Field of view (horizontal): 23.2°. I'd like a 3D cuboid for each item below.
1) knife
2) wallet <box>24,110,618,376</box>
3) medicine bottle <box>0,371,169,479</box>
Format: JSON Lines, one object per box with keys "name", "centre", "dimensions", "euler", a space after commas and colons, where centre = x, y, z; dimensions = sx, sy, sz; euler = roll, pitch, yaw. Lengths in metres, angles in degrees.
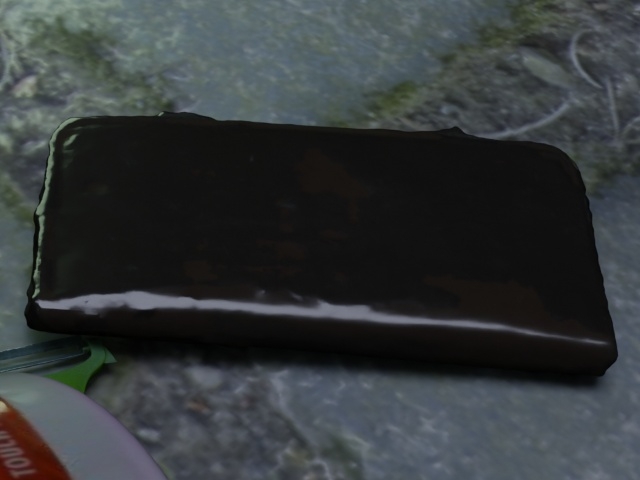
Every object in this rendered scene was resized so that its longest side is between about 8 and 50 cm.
{"name": "knife", "centre": [-0.115, 0.106, 0.728], "dimensions": [0.078, 0.022, 0.166], "euler": [-15, 47, -18]}
{"name": "wallet", "centre": [0.000, 0.000, 0.849], "dimensions": [0.309, 0.042, 0.165], "euler": [3, 43, -8]}
{"name": "medicine bottle", "centre": [-0.171, 0.173, 0.444], "dimensions": [0.241, 0.252, 0.252], "euler": [-5, 43, -36]}
